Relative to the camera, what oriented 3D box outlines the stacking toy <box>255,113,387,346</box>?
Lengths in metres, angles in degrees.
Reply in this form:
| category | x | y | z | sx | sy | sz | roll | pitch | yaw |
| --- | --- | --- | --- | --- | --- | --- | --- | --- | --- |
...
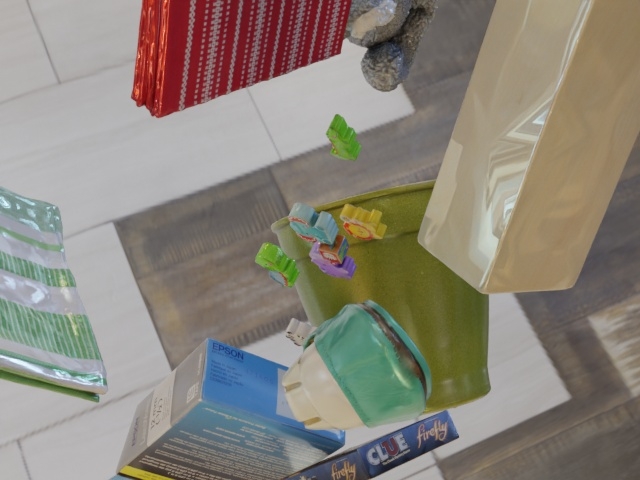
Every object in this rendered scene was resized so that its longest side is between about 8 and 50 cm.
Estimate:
| category | x | y | z | sx | sy | sz | roll | pitch | yaw |
| --- | --- | --- | --- | --- | --- | --- | --- | --- | --- |
| stacking toy | 0.000 | 0.000 | 0.927 | 0.052 | 0.221 | 0.167 | 15 | 66 | 22 |

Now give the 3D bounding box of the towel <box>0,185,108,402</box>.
| category | x | y | z | sx | sy | sz | roll | pitch | yaw |
| --- | --- | --- | --- | --- | --- | --- | --- | --- | --- |
| towel | -0.389 | 0.040 | 1.113 | 0.038 | 0.248 | 0.325 | -41 | 52 | 19 |

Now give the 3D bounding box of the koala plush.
| category | x | y | z | sx | sy | sz | roll | pitch | yaw |
| --- | --- | --- | --- | --- | --- | --- | --- | --- | --- |
| koala plush | 0.027 | -0.288 | 1.033 | 0.196 | 0.203 | 0.221 | 38 | 27 | 13 |

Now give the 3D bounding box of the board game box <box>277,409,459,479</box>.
| category | x | y | z | sx | sy | sz | roll | pitch | yaw |
| --- | --- | --- | --- | --- | --- | --- | --- | --- | --- |
| board game box | 0.054 | 0.305 | 1.252 | 0.165 | 0.243 | 0.042 | -13 | 75 | -38 |

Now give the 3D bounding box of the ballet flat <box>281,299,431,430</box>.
| category | x | y | z | sx | sy | sz | roll | pitch | yaw |
| --- | --- | --- | --- | --- | --- | --- | --- | --- | --- |
| ballet flat | 0.018 | 0.093 | 0.612 | 0.087 | 0.247 | 0.083 | -32 | 85 | -3 |

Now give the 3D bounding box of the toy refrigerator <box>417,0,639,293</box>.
| category | x | y | z | sx | sy | sz | roll | pitch | yaw |
| --- | --- | --- | --- | --- | --- | --- | --- | --- | --- |
| toy refrigerator | 0.168 | -0.101 | 0.662 | 0.102 | 0.270 | 0.094 | -2 | 28 | -34 |

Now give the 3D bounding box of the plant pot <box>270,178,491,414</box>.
| category | x | y | z | sx | sy | sz | roll | pitch | yaw |
| --- | --- | --- | --- | --- | --- | --- | --- | --- | --- |
| plant pot | 0.134 | 0.108 | 1.523 | 0.366 | 0.366 | 0.353 | -12 | 85 | -9 |

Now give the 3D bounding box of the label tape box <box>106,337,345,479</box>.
| category | x | y | z | sx | sy | sz | roll | pitch | yaw |
| --- | --- | --- | --- | --- | --- | --- | --- | --- | --- |
| label tape box | -0.159 | 0.311 | 1.431 | 0.249 | 0.347 | 0.115 | 23 | 46 | -26 |

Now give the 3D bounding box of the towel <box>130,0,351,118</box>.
| category | x | y | z | sx | sy | sz | roll | pitch | yaw |
| --- | --- | --- | --- | --- | --- | --- | --- | --- | --- |
| towel | -0.053 | -0.229 | 0.799 | 0.031 | 0.199 | 0.275 | 30 | 37 | 26 |
